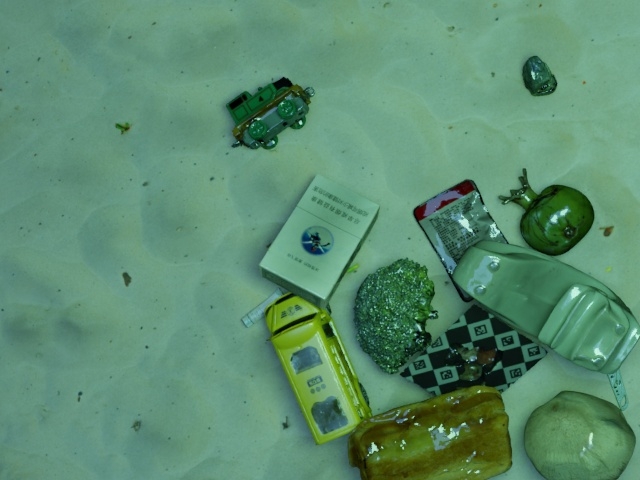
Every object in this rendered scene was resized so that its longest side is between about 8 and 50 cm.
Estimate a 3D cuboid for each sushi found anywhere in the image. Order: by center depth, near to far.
[{"bbox_3d":[0.319,0.244,1.696,0.220,0.047,0.231,32,116,-21],"label":"sushi"}]

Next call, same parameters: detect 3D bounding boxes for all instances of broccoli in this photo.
[{"bbox_3d":[0.164,0.165,1.721,0.176,0.198,0.226,-38,113,-26],"label":"broccoli"}]

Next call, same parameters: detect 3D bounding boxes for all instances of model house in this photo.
[{"bbox_3d":[0.472,-0.354,1.727,0.066,0.083,0.078,-22,83,7],"label":"model house"}]

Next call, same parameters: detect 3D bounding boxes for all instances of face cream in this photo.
[{"bbox_3d":[-0.129,0.156,1.846,0.115,0.020,0.038,-36,81,4],"label":"face cream"}]

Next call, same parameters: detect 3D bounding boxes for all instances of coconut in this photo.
[{"bbox_3d":[0.528,0.408,1.634,0.224,0.224,0.224,0,88,10],"label":"coconut"}]

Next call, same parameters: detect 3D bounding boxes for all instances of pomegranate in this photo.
[{"bbox_3d":[0.474,-0.064,1.695,0.152,0.131,0.191,-45,74,9],"label":"pomegranate"}]

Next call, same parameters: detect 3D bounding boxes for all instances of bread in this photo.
[{"bbox_3d":[0.227,0.419,1.663,0.344,0.149,0.195,-13,110,-9],"label":"bread"}]

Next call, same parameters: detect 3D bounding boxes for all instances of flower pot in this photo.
[{"bbox_3d":[0.445,0.116,1.616,0.368,0.254,0.164,29,102,7],"label":"flower pot"}]

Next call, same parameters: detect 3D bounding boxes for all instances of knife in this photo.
[{"bbox_3d":[0.617,0.260,1.713,0.030,0.014,0.207,-16,86,7],"label":"knife"}]

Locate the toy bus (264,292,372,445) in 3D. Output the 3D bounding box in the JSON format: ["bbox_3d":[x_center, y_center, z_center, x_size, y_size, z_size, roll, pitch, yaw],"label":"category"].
[{"bbox_3d":[-0.014,0.267,1.755,0.144,0.152,0.330,-25,84,9],"label":"toy bus"}]

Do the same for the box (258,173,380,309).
[{"bbox_3d":[0.000,0.000,1.758,0.164,0.069,0.256,28,68,10],"label":"box"}]

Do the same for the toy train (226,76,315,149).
[{"bbox_3d":[-0.121,-0.294,1.829,0.228,0.091,0.136,-36,72,7],"label":"toy train"}]

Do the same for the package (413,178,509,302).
[{"bbox_3d":[0.324,-0.001,1.765,0.154,0.030,0.239,-30,87,6],"label":"package"}]
